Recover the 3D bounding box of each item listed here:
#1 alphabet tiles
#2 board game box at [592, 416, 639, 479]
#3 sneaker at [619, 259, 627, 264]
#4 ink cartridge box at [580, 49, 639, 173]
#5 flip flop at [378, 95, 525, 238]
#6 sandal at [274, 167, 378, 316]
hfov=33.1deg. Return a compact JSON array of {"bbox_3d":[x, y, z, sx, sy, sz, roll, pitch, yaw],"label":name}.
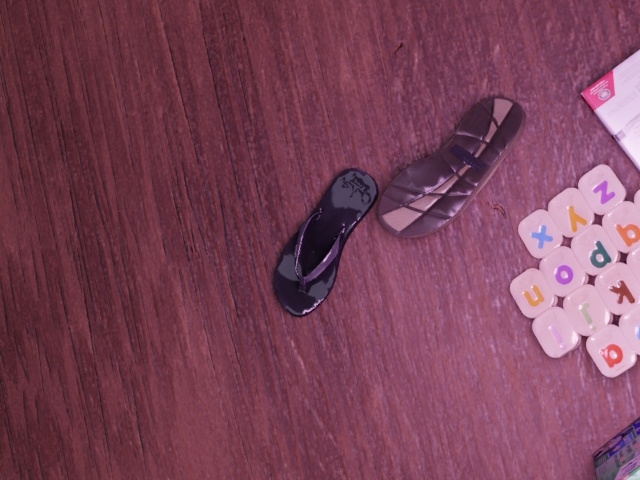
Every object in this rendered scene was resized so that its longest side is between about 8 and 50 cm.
[{"bbox_3d":[0.417,0.042,1.562,0.284,0.021,0.278,-38,61,21],"label":"alphabet tiles"},{"bbox_3d":[0.463,0.263,1.435,0.213,0.317,0.046,-40,81,9],"label":"board game box"},{"bbox_3d":[0.529,0.102,1.559,0.118,0.083,0.222,-32,79,22],"label":"sneaker"},{"bbox_3d":[0.473,-0.187,1.585,0.109,0.063,0.150,-36,80,9],"label":"ink cartridge box"},{"bbox_3d":[0.205,-0.105,1.646,0.112,0.080,0.277,40,82,17],"label":"flip flop"},{"bbox_3d":[0.000,-0.001,1.697,0.097,0.054,0.254,28,94,14],"label":"sandal"}]
